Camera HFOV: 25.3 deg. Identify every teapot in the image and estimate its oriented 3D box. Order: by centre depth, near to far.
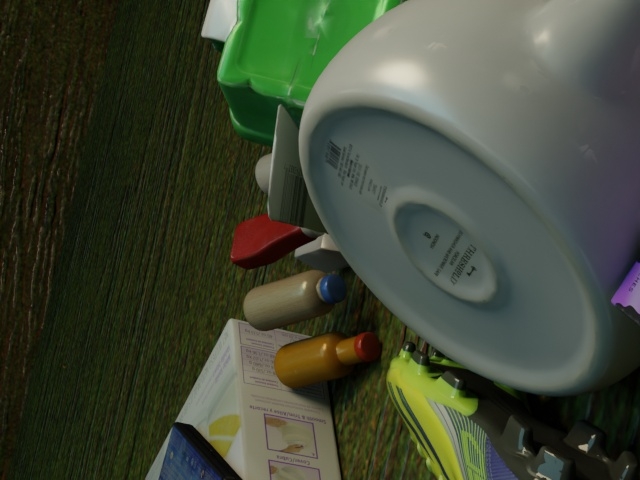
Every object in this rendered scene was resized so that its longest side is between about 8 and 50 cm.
[{"bbox_3d":[0.125,-0.048,0.796,0.187,0.253,0.256,-44,30,-25],"label":"teapot"}]

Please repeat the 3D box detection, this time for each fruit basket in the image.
[{"bbox_3d":[0.041,-0.163,1.034,0.353,0.165,0.327,8,-83,-79],"label":"fruit basket"}]

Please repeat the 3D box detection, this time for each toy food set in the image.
[{"bbox_3d":[0.000,0.000,1.227,0.104,0.111,0.232,-18,52,43],"label":"toy food set"}]

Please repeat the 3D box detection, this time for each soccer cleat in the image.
[{"bbox_3d":[0.099,0.142,0.865,0.289,0.093,0.121,-141,60,-69],"label":"soccer cleat"}]

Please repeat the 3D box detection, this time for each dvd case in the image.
[{"bbox_3d":[-0.127,0.296,1.198,0.180,0.022,0.253,-158,83,-69],"label":"dvd case"}]

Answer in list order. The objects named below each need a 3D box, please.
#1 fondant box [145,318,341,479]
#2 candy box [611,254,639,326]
[{"bbox_3d":[-0.070,0.267,1.236,0.330,0.096,0.238,-100,31,-48],"label":"fondant box"},{"bbox_3d":[0.229,0.005,0.586,0.165,0.070,0.196,-59,22,8],"label":"candy box"}]
